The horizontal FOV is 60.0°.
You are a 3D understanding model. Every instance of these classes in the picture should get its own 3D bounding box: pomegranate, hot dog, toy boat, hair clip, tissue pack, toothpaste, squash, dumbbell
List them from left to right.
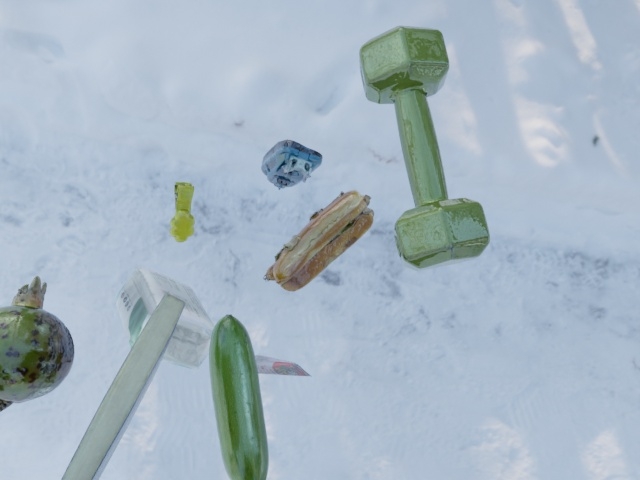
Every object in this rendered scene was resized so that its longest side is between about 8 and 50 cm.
[{"bbox_3d":[-0.578,0.196,1.063,0.199,0.198,0.246,-8,38,-15],"label":"pomegranate"},{"bbox_3d":[-0.548,0.273,1.965,0.266,0.356,0.193,31,96,-37],"label":"tissue pack"},{"bbox_3d":[-0.380,-0.075,1.544,0.072,0.173,0.046,1,19,-27],"label":"hair clip"},{"bbox_3d":[-0.175,0.356,1.184,0.107,0.107,0.394,-8,75,-15],"label":"squash"},{"bbox_3d":[-0.138,0.382,1.687,0.234,0.089,0.057,-4,53,35],"label":"toothpaste"},{"bbox_3d":[-0.100,-0.195,1.597,0.134,0.299,0.092,19,77,-15],"label":"toy boat"},{"bbox_3d":[0.000,0.000,1.093,0.270,0.109,0.072,-39,49,-5],"label":"hot dog"},{"bbox_3d":[0.126,-0.116,0.698,0.108,0.121,0.301,-11,83,3],"label":"dumbbell"}]

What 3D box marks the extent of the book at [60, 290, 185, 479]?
[{"bbox_3d":[-0.296,0.258,0.811,0.039,0.428,0.299,28,64,-8],"label":"book"}]
